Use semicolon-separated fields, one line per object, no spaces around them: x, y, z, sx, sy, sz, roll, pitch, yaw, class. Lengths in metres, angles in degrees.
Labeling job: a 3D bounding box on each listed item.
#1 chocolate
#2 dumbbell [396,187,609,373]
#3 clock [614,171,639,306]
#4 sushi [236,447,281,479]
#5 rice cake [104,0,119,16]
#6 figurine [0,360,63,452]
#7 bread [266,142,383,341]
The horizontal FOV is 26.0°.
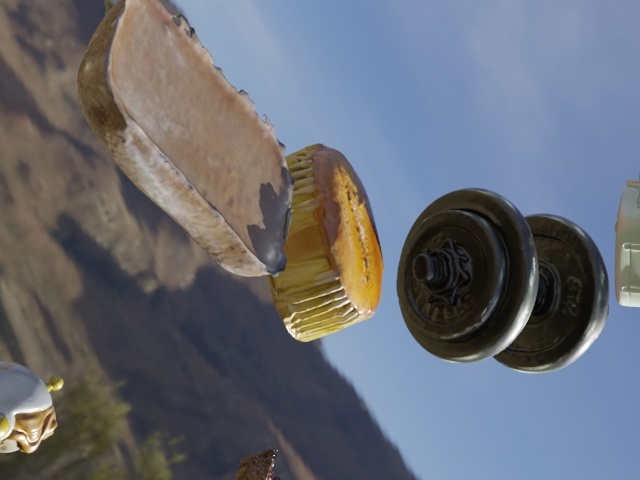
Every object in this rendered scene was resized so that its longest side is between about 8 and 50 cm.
-0.124;-0.085;1.203;0.261;0.083;0.161;50;35;-31;chocolate
0.204;0.049;1.558;0.290;0.192;0.192;13;41;-45;dumbbell
0.450;-0.010;1.941;0.191;0.062;0.152;-61;150;-54;clock
-0.055;0.239;1.277;0.050;0.047;0.099;-72;166;-50;sushi
-0.206;-0.222;1.834;0.256;0.052;0.057;53;-8;14;rice cake
-0.259;0.117;0.989;0.101;0.143;0.068;155;-57;-80;figurine
0.000;0.000;1.429;0.132;0.114;0.191;-2;74;-72;bread
